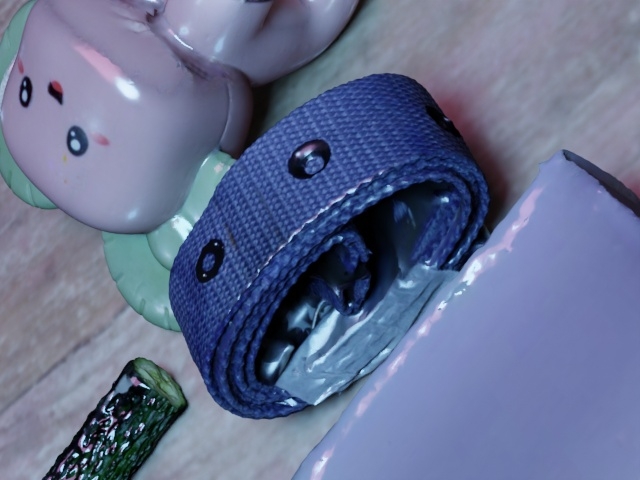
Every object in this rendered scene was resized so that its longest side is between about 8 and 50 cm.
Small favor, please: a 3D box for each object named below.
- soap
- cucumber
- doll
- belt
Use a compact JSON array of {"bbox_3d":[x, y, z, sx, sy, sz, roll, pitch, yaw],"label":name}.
[{"bbox_3d":[0.144,0.143,1.036,0.285,0.107,0.296,-49,45,11],"label":"soap"},{"bbox_3d":[-0.165,0.167,1.332,0.187,0.058,0.058,-55,45,4],"label":"cucumber"},{"bbox_3d":[-0.115,-0.097,1.354,0.284,0.216,0.268,44,123,26],"label":"doll"},{"bbox_3d":[0.000,0.000,1.220,0.230,0.140,0.126,-48,42,16],"label":"belt"}]
